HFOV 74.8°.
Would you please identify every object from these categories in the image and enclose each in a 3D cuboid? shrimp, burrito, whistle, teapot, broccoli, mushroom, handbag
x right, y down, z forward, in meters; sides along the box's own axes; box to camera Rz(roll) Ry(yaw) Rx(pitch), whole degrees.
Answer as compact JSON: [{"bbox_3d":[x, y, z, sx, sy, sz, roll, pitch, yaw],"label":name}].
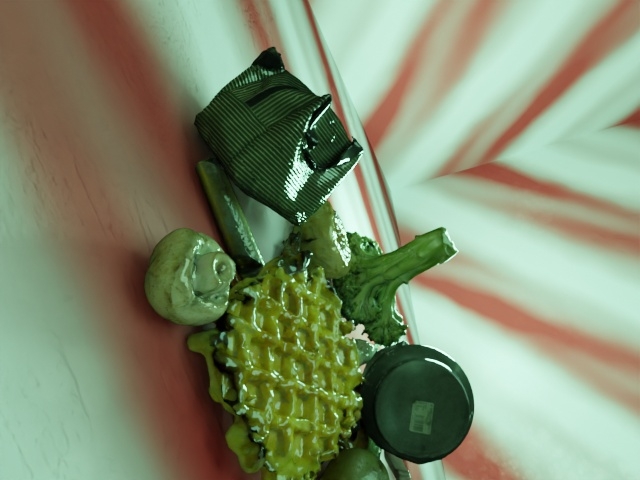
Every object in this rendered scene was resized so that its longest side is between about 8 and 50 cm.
[{"bbox_3d":[-0.068,0.108,1.022,0.296,0.058,0.169,-79,157,-48],"label":"shrimp"},{"bbox_3d":[0.068,0.316,1.157,0.392,0.117,0.076,24,67,-69],"label":"burrito"},{"bbox_3d":[-0.158,-0.003,0.812,0.068,0.057,0.326,-63,135,-70],"label":"whistle"},{"bbox_3d":[0.250,0.479,1.220,0.362,0.306,0.375,83,16,-83],"label":"teapot"},{"bbox_3d":[0.202,0.074,1.323,0.275,0.353,0.396,-17,136,-60],"label":"broccoli"},{"bbox_3d":[-0.182,0.051,0.598,0.148,0.112,0.148,40,42,-50],"label":"mushroom"},{"bbox_3d":[-0.072,-0.206,0.883,0.247,0.240,0.341,51,8,24],"label":"handbag"}]

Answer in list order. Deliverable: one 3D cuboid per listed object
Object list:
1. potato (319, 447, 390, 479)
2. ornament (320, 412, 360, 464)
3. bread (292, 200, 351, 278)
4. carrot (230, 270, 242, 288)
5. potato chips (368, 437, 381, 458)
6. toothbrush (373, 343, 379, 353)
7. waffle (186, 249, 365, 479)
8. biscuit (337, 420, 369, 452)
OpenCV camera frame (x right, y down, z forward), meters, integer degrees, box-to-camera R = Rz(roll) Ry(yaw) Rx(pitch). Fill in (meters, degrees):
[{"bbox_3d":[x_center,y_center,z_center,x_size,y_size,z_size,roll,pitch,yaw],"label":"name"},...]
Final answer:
[{"bbox_3d":[0.067,0.554,0.904,0.194,0.157,0.157,-28,103,-69],"label":"potato"},{"bbox_3d":[-0.039,0.341,0.852,0.260,0.106,0.251,-2,71,-58],"label":"ornament"},{"bbox_3d":[0.000,0.000,1.187,0.244,0.134,0.244,-17,90,-76],"label":"bread"},{"bbox_3d":[-0.152,0.096,0.793,0.142,0.035,0.035,68,18,-7],"label":"carrot"},{"bbox_3d":[0.168,0.609,1.375,0.202,0.029,0.219,37,43,-59],"label":"potato chips"},{"bbox_3d":[0.243,0.439,1.766,0.294,0.028,0.026,8,69,-77],"label":"toothbrush"},{"bbox_3d":[-0.047,0.222,0.765,0.382,0.095,0.379,-25,93,-54],"label":"waffle"},{"bbox_3d":[0.074,0.476,1.092,0.290,0.041,0.208,68,15,10],"label":"biscuit"}]
